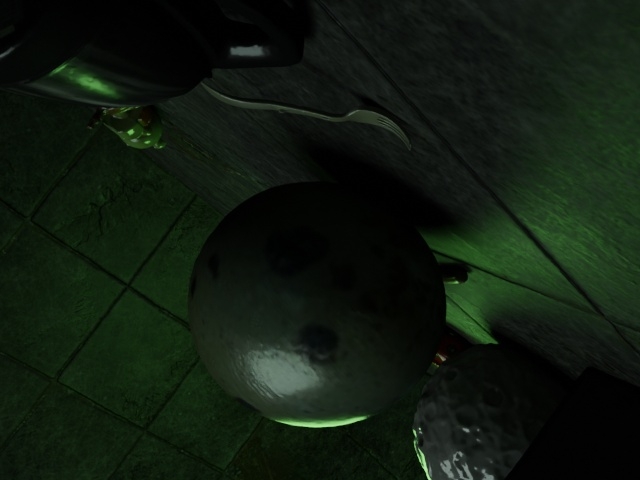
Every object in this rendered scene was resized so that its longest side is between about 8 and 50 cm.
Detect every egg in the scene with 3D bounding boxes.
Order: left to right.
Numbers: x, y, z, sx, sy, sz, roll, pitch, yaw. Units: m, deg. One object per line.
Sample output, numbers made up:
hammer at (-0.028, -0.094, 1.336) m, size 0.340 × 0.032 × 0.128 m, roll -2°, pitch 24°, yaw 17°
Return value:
egg at (-0.006, 0.086, 1.023) m, size 0.345 × 0.345 × 0.428 m, roll 38°, pitch 165°, yaw -14°

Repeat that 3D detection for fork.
fork at (-0.014, -0.129, 0.715) m, size 0.219 × 0.028 × 0.034 m, roll 15°, pitch 178°, yaw 10°

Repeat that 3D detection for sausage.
sausage at (0.197, 0.056, 1.138) m, size 0.024 × 0.024 × 0.132 m, roll 37°, pitch 172°, yaw -7°

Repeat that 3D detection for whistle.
whistle at (-0.434, -0.284, 1.643) m, size 0.131 × 0.106 × 0.288 m, roll 37°, pitch 175°, yaw 12°

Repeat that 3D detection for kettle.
kettle at (-0.169, -0.213, 0.617) m, size 0.271 × 0.251 × 0.207 m, roll 15°, pitch -128°, yaw -68°

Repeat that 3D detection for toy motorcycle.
toy motorcycle at (0.302, 0.265, 1.770) m, size 0.298 × 0.089 × 0.171 m, roll 36°, pitch 172°, yaw 13°

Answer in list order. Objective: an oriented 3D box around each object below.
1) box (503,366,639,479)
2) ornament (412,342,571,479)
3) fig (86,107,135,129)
box at (0.464, 0.368, 0.981) m, size 0.204 × 0.251 × 0.345 m, roll 39°, pitch 174°, yaw -24°
ornament at (0.339, 0.375, 1.399) m, size 0.337 × 0.337 × 0.337 m, roll 36°, pitch 173°, yaw 5°
fig at (-0.310, -0.247, 1.179) m, size 0.119 × 0.153 × 0.119 m, roll 8°, pitch -177°, yaw 0°
